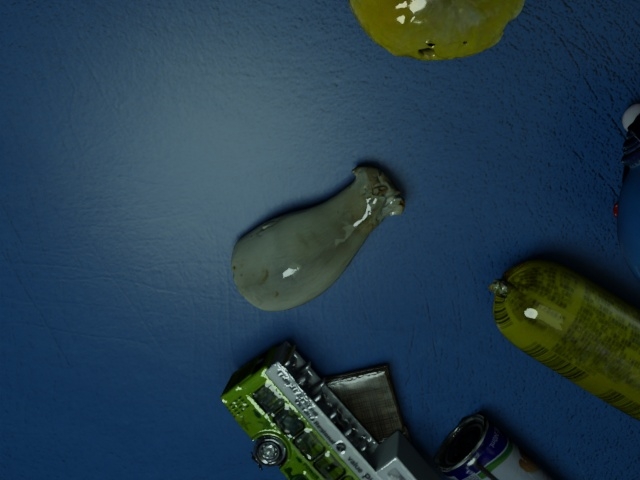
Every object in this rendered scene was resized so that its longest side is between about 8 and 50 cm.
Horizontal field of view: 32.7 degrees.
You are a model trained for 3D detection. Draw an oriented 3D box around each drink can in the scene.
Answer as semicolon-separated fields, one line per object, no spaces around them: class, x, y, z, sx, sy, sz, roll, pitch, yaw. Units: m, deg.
drink can;0.263;0.335;1.433;0.235;0.097;0.097;42;101;-10

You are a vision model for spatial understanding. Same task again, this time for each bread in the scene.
bread;0.122;-0.294;1.217;0.197;0.170;0.197;-1;105;-3

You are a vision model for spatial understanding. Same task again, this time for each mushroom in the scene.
mushroom;0.000;0.000;1.338;0.225;0.093;0.116;-31;83;12

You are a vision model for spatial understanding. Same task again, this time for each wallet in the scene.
wallet;0.062;0.280;1.441;0.124;0.042;0.230;-14;103;9

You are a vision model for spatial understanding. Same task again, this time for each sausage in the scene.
sausage;0.357;0.131;1.363;0.347;0.123;0.123;31;103;-9

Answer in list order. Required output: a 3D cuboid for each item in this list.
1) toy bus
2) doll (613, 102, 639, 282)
toy bus;0.017;0.263;1.367;0.139;0.113;0.302;-40;96;12
doll;0.444;-0.040;1.222;0.240;0.310;0.284;-40;102;11
